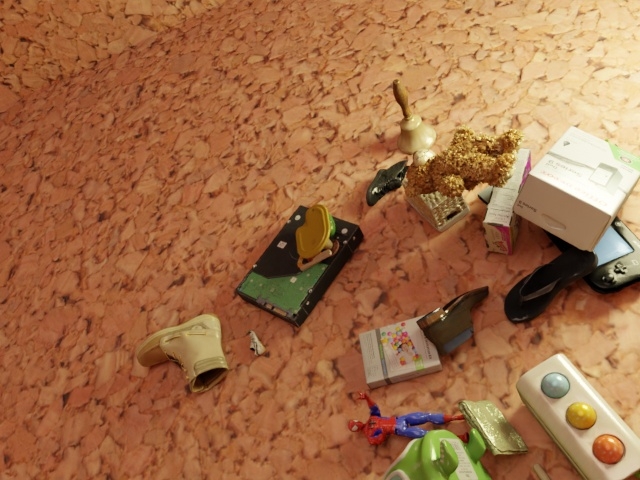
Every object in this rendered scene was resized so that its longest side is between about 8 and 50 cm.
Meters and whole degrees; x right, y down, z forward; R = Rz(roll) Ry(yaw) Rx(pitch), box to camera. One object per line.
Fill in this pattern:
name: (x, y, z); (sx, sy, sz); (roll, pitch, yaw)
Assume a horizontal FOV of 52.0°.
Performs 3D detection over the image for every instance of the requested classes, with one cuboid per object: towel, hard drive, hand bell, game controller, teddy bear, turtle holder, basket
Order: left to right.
hard drive: (-0.059, 0.067, 1.898); (0.237, 0.064, 0.339); (20, 64, 36)
hand bell: (0.262, -0.388, 1.982); (0.126, 0.242, 0.126); (-13, 50, 16)
basket: (0.320, -0.125, 1.839); (0.113, 0.103, 0.167); (-36, 48, -3)
turtle holder: (0.253, 0.544, 1.281); (0.227, 0.243, 0.320); (-39, 84, 22)
teddy bear: (0.356, -0.202, 1.670); (0.338, 0.113, 0.245); (14, 69, 52)
towel: (0.369, 0.399, 1.405); (0.148, 0.110, 0.027); (54, 126, 46)
hard drive: (0.515, -0.136, 1.808); (0.135, 0.022, 0.094); (-35, 47, -3)
game controller: (0.665, -0.007, 1.603); (0.167, 0.067, 0.319); (-28, 48, 3)

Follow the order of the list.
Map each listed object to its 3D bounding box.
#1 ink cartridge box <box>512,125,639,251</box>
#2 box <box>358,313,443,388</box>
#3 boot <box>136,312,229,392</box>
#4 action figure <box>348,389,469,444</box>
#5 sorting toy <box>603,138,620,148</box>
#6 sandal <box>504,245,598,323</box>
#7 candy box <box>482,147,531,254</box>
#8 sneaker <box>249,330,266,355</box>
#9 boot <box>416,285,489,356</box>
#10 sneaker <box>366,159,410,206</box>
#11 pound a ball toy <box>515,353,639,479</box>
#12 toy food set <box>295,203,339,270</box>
ink cartridge box: (0.628, -0.131, 1.582); (0.211, 0.121, 0.289); (31, 47, 20)
box: (0.196, 0.275, 1.626); (0.186, 0.038, 0.145); (-17, 49, 12)
boot: (-0.385, 0.338, 1.824); (0.262, 0.095, 0.203); (-24, 49, 2)
action figure: (0.183, 0.401, 1.471); (0.281, 0.139, 0.091); (-9, 50, 23)
sorting toy: (0.776, -0.241, 1.771); (0.062, 0.012, 0.083); (-23, 48, 8)
sandal: (0.532, 0.094, 1.554); (0.254, 0.054, 0.097); (-44, 44, 16)
candy box: (0.483, -0.102, 1.683); (0.071, 0.159, 0.233); (12, 68, 24)
sneaker: (-0.183, 0.283, 1.807); (0.037, 0.032, 0.083); (-36, 47, -4)
boot: (0.344, 0.195, 1.605); (0.219, 0.082, 0.106); (-26, 81, -21)
sneaker: (0.204, -0.171, 1.968); (0.089, 0.051, 0.170); (4, 53, 34)
pound a ball toy: (0.504, 0.406, 1.306); (0.208, 0.135, 0.319); (-32, 46, 0)
toy food set: (0.000, 0.000, 1.843); (0.128, 0.071, 0.217); (-36, 40, 29)
